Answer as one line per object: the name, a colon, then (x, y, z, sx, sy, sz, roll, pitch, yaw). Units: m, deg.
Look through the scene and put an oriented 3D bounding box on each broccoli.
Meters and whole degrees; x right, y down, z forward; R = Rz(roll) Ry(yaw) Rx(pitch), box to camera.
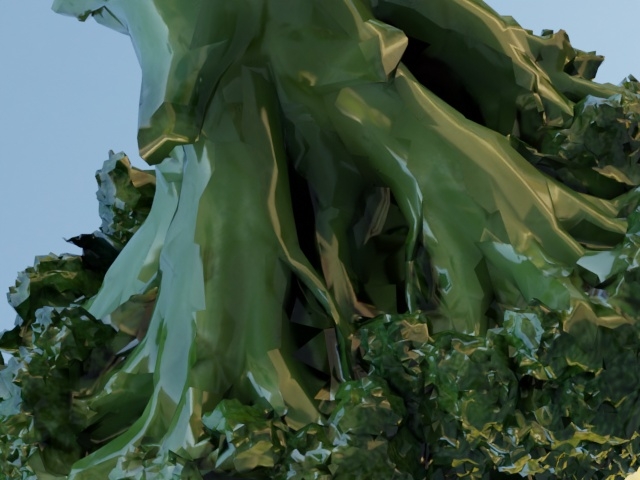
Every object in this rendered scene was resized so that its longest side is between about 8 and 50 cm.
broccoli: (0.000, 0.000, 0.451, 0.270, 0.270, 0.270, -44, -53, -34)
